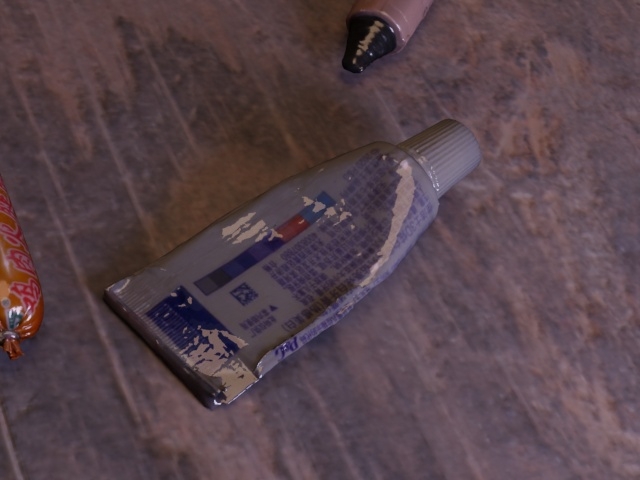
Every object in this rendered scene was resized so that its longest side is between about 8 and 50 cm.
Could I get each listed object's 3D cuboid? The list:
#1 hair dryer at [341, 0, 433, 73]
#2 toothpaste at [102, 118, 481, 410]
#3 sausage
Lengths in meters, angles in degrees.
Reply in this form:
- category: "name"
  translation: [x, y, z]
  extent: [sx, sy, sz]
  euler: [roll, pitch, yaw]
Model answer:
- category: "hair dryer"
  translation: [0.080, -0.256, 1.195]
  extent: [0.189, 0.107, 0.344]
  euler: [26, 51, 7]
- category: "toothpaste"
  translation: [0.001, 0.000, 0.949]
  extent: [0.282, 0.068, 0.099]
  euler: [-35, 35, -29]
- category: "sausage"
  translation: [-0.241, -0.061, 0.923]
  extent: [0.053, 0.053, 0.348]
  euler: [-9, 51, -26]
